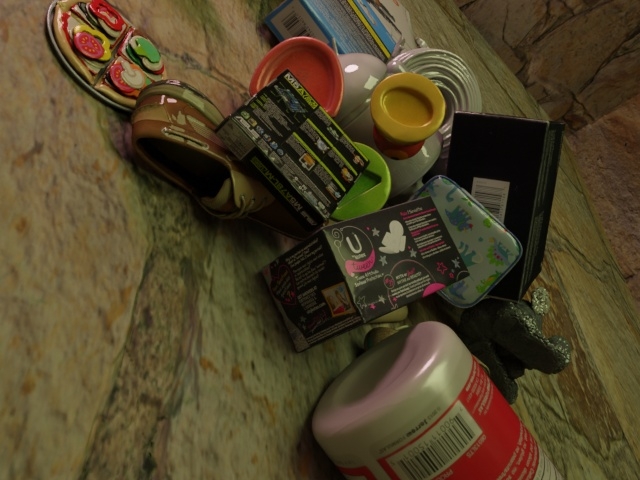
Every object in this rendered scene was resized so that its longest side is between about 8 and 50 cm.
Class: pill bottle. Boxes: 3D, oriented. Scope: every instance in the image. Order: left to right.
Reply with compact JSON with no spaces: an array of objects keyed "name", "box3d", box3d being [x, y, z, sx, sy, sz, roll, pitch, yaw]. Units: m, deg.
[{"name":"pill bottle","box3d":[0.192,0.329,0.916,0.408,0.229,0.229,53,29,-8]}]

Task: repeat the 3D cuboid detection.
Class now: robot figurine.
[{"name":"robot figurine","box3d":[0.098,-0.216,1.339,0.353,0.199,0.300,46,65,-18]}]

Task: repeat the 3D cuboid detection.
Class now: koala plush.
[{"name":"koala plush","box3d":[0.395,0.182,1.420,0.203,0.196,0.221,49,32,6]}]

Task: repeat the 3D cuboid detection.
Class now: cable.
[{"name":"cable","box3d":[0.234,-0.290,1.512,0.257,0.257,0.089,30,0,-17]}]

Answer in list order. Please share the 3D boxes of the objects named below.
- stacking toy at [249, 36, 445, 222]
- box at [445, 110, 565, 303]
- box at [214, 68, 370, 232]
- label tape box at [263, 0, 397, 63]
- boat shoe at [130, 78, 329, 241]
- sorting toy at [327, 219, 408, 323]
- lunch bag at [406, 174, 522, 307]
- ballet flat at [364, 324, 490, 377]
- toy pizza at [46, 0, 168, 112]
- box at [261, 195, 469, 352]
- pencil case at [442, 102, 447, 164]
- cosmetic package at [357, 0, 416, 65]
[{"name":"stacking toy","box3d":[0.020,-0.167,1.150,0.308,0.280,0.130,24,-13,5]},{"name":"box","box3d":[0.370,-0.082,1.415,0.312,0.178,0.343,-17,115,-64]},{"name":"box","box3d":[-0.032,-0.131,0.972,0.191,0.045,0.184,46,37,-10]},{"name":"label tape box","box3d":[0.036,-0.458,1.540,0.241,0.106,0.334,51,31,-14]},{"name":"boat shoe","box3d":[-0.130,-0.083,0.969,0.324,0.122,0.120,34,43,-25]},{"name":"sorting toy","box3d":[0.090,0.045,1.208,0.347,0.047,0.196,7,60,-57]},{"name":"lunch bag","box3d":[0.234,0.004,1.248,0.219,0.176,0.090,42,8,7]},{"name":"ballet flat","box3d":[0.184,0.197,1.170,0.316,0.107,0.106,22,37,-48]},{"name":"toy pizza","box3d":[-0.290,-0.268,0.979,0.201,0.032,0.201,37,34,-31]},{"name":"box","box3d":[0.066,0.044,1.015,0.247,0.163,0.142,-16,79,-43]},{"name":"pencil case","box3d":[0.330,-0.247,1.756,0.386,0.167,0.160,17,27,-49]},{"name":"cosmetic package","box3d":[0.145,-0.614,1.918,0.284,0.097,0.377,39,33,-34]}]
